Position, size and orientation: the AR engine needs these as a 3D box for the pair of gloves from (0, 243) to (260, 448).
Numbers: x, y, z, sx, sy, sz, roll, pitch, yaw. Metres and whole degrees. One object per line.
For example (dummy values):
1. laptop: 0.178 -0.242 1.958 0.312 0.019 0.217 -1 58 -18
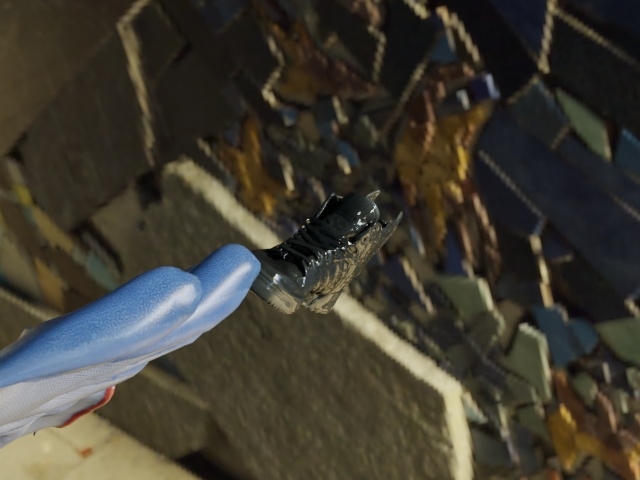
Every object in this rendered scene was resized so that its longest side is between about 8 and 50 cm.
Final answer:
1. pair of gloves: -0.110 0.053 0.385 0.159 0.023 0.198 -21 -6 -37

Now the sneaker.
1. sneaker: 0.002 0.002 0.956 0.051 0.170 0.089 37 97 18
